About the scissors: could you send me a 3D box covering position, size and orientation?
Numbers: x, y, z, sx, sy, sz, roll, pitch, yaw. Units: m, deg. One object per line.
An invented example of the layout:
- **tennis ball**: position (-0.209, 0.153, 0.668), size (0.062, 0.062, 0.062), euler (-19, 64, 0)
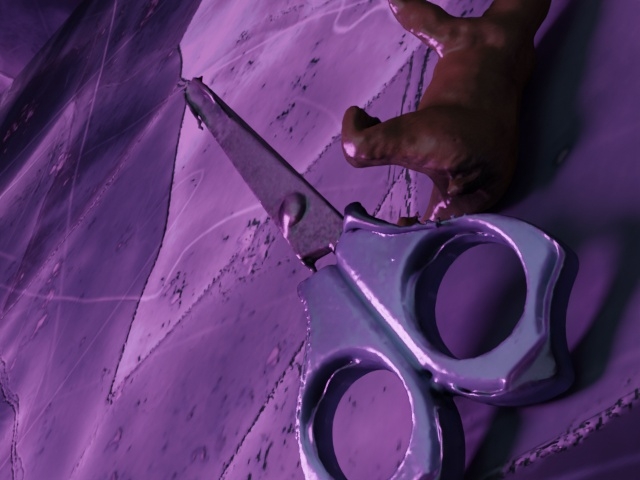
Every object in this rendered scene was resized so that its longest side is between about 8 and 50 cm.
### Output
- **scissors**: position (-0.001, 0.000, 0.729), size (0.191, 0.029, 0.360), euler (-51, 50, 13)

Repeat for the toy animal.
- **toy animal**: position (0.092, -0.095, 0.797), size (0.101, 0.103, 0.219), euler (-13, 44, 37)
